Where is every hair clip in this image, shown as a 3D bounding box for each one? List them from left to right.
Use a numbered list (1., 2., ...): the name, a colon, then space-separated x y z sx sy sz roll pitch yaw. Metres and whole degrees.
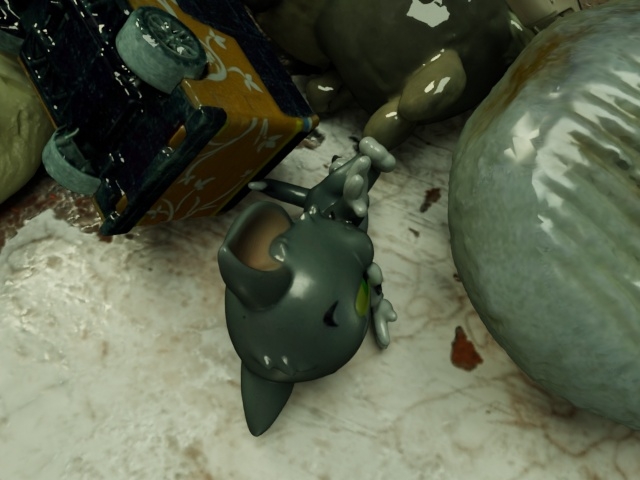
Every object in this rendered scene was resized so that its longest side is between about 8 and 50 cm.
1. hair clip: 0.214 -0.194 0.469 0.226 0.034 0.072 -1 78 -43

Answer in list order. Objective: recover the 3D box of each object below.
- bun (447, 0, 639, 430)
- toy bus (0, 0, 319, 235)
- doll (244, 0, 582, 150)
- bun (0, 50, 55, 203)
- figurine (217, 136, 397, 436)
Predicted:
1. bun: 0.271 -0.021 0.422 0.361 0.211 0.362 1 84 -8
2. toy bus: -0.163 -0.183 0.472 0.194 0.162 0.324 -12 67 -57
3. doll: 0.081 -0.284 0.610 0.378 0.252 0.382 -17 69 -49
4. bun: -0.385 -0.145 0.501 0.259 0.160 0.259 0 59 0
5. figurine: -0.004 -0.003 0.438 0.140 0.193 0.265 0 47 -2
